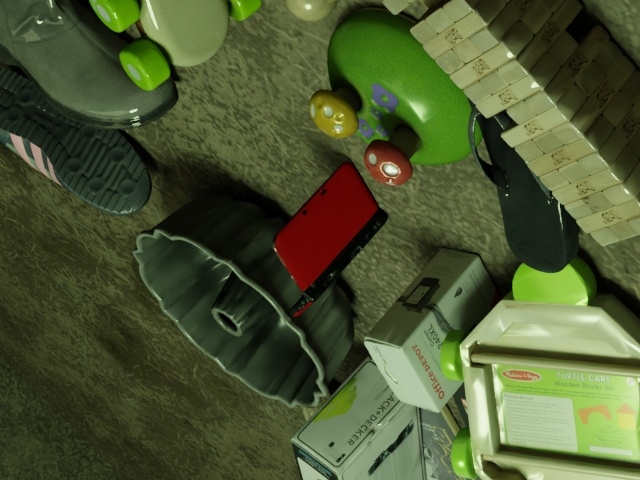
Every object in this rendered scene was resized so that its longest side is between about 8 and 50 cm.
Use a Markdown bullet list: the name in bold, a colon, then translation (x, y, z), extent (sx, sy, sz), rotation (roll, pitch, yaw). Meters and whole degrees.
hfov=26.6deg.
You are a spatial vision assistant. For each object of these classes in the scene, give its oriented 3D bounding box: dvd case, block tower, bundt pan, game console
- **dvd case**: translation (0.155, 0.286, 1.934), extent (0.164, 0.018, 0.221), rotation (11, 141, 48)
- **block tower**: translation (0.183, -0.140, 1.127), extent (0.335, 0.097, 0.091), rotation (45, 156, -10)
- **bundt pan**: translation (-0.087, 0.069, 1.812), extent (0.330, 0.124, 0.331), rotation (33, 153, 20)
- **game console**: translation (0.000, 0.000, 1.551), extent (0.085, 0.144, 0.124), rotation (43, 155, -1)

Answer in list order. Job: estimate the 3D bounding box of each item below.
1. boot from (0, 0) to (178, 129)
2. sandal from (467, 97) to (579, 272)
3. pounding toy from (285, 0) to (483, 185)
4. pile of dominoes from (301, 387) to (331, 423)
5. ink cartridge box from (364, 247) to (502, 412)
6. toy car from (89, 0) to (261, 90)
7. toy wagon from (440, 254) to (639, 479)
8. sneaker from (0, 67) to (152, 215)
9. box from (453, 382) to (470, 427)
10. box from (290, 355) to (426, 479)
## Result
- **boot**: translation (-0.325, -0.280, 1.620), extent (0.338, 0.118, 0.223), rotation (27, 146, 20)
- **sandal**: translation (0.183, -0.073, 1.245), extent (0.097, 0.054, 0.255), rotation (10, 129, 46)
- **pounding toy**: translation (0.048, -0.140, 1.301), extent (0.183, 0.110, 0.237), rotation (17, 145, 42)
- **pile of dominoes**: translation (0.013, 0.309, 2.089), extent (0.251, 0.040, 0.196), rotation (78, 171, -52)
- **ink cartridge box**: translation (0.133, 0.101, 1.511), extent (0.063, 0.150, 0.109), rotation (12, 142, 48)
- **toy car**: translation (-0.185, -0.268, 1.400), extent (0.188, 0.155, 0.149), rotation (31, 154, 43)
- **toy wagon**: translation (0.258, 0.145, 1.409), extent (0.267, 0.068, 0.345), rotation (3, 111, 31)
- **sneaker**: translation (-0.354, -0.131, 1.930), extent (0.319, 0.112, 0.131), rotation (37, 171, 18)
- **box**: translation (0.316, 0.275, 1.620), extent (0.293, 0.073, 0.296), rotation (20, 147, 40)
- **box**: translation (0.059, 0.309, 1.894), extent (0.087, 0.169, 0.290), rotation (33, 156, 26)
